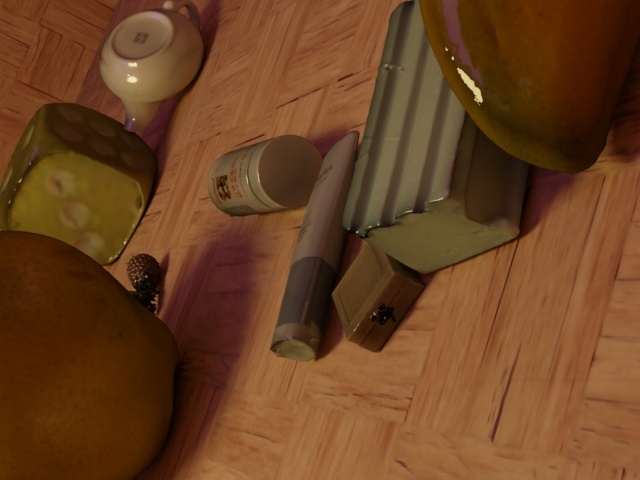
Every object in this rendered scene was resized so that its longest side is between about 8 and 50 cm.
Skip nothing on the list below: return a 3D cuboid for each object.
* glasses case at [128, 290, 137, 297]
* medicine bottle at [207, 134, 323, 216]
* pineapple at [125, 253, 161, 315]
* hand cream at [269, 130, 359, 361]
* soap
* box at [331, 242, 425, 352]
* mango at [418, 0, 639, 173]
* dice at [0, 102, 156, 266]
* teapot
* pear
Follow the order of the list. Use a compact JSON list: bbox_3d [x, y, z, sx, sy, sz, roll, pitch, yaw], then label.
[{"bbox_3d":[-0.393,0.188,1.721,0.266,0.056,0.105,-48,27,37],"label":"glasses case"},{"bbox_3d":[-0.070,-0.075,1.232,0.183,0.086,0.086,-5,63,65],"label":"medicine bottle"},{"bbox_3d":[-0.271,0.076,1.577,0.058,0.058,0.124,-52,32,29],"label":"pineapple"},{"bbox_3d":[0.000,0.000,1.048,0.079,0.048,0.255,-35,36,53],"label":"hand cream"},{"bbox_3d":[0.113,-0.110,0.864,0.150,0.094,0.262,-22,47,52],"label":"soap"},{"bbox_3d":[0.050,0.045,0.910,0.079,0.035,0.083,-57,25,21],"label":"box"},{"bbox_3d":[0.159,-0.195,0.753,0.119,0.176,0.317,80,-169,-69],"label":"mango"},{"bbox_3d":[-0.461,-0.105,1.927,0.233,0.238,0.227,-54,26,24],"label":"dice"},{"bbox_3d":[-0.315,-0.356,1.967,0.204,0.139,0.298,18,64,27],"label":"teapot"},{"bbox_3d":[-0.382,0.163,1.258,0.362,0.418,0.362,-44,36,45],"label":"pear"}]
